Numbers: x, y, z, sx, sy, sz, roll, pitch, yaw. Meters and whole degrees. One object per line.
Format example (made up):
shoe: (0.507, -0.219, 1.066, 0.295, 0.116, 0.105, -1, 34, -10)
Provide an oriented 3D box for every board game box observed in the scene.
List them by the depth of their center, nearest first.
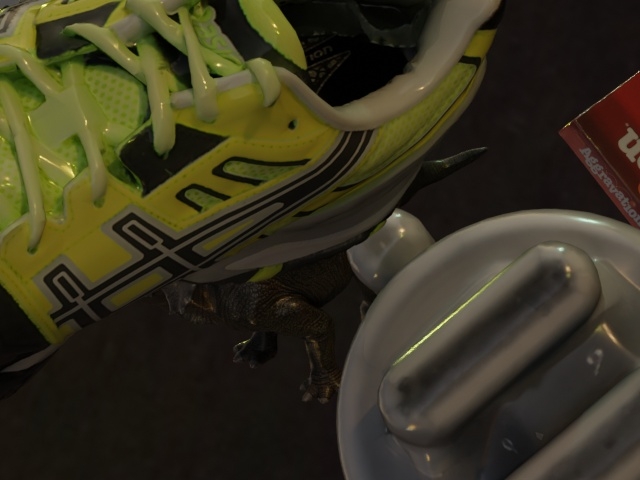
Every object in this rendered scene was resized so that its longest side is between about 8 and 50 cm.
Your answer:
board game box: (0.334, -0.017, 1.639, 0.145, 0.281, 0.027, -36, -3, -37)

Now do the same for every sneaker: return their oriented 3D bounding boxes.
sneaker: (-0.092, -0.041, 0.689, 0.145, 0.385, 0.147, 53, 139, 12)

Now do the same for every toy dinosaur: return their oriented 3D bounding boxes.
toy dinosaur: (0.000, 0.000, 1.294, 0.314, 0.160, 0.121, -27, 35, -16)

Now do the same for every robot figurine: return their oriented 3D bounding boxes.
robot figurine: (0.120, 0.100, 0.994, 0.200, 0.300, 0.353, -37, -15, 1)

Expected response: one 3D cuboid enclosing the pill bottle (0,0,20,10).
pill bottle: (-0.102, -0.077, 0.952, 0.108, 0.180, 0.108, -18, 57, 30)
